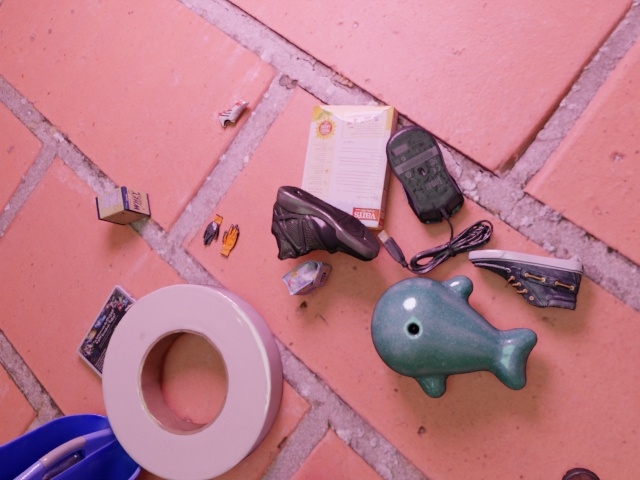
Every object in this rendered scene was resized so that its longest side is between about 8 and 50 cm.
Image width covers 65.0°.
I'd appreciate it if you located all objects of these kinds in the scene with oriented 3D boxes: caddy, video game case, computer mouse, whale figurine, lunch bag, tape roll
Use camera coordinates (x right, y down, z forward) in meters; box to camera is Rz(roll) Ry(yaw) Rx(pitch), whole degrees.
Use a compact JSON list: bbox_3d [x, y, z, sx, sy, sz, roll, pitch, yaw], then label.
[{"bbox_3d":[-0.510,0.471,0.976,0.241,0.341,0.179,23,108,21],"label":"caddy"},{"bbox_3d":[-0.456,0.228,1.148,0.173,0.022,0.190,34,95,21],"label":"video game case"},{"bbox_3d":[0.177,-0.069,0.938,0.184,0.060,0.262,-33,84,9],"label":"computer mouse"},{"bbox_3d":[0.215,0.162,0.843,0.271,0.141,0.216,17,88,21],"label":"whale figurine"},{"bbox_3d":[-0.022,0.072,0.981,0.083,0.071,0.053,-35,74,11],"label":"lunch bag"},{"bbox_3d":[-0.268,0.282,1.030,0.391,0.072,0.392,-2,83,17],"label":"tape roll"}]

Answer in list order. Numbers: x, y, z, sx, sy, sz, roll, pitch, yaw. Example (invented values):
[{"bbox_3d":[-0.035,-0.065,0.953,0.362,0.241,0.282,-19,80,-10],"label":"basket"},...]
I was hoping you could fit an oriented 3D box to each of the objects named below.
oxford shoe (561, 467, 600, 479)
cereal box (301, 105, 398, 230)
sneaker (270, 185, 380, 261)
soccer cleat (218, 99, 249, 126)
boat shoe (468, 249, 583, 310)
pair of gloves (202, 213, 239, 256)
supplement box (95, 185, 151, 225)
[{"bbox_3d":[0.392,0.474,0.756,0.082,0.096,0.227,-1,84,18],"label":"oxford shoe"},{"bbox_3d":[0.053,-0.146,0.998,0.172,0.047,0.240,7,86,22],"label":"cereal box"},{"bbox_3d":[0.000,0.000,0.945,0.227,0.087,0.130,28,115,17],"label":"sneaker"},{"bbox_3d":[-0.192,-0.284,1.122,0.083,0.029,0.036,-24,83,19],"label":"soccer cleat"},{"bbox_3d":[0.341,0.066,0.850,0.183,0.065,0.083,8,84,20],"label":"boat shoe"},{"bbox_3d":[-0.218,-0.012,1.100,0.083,0.010,0.074,27,92,23],"label":"pair of gloves"},{"bbox_3d":[-0.454,-0.079,1.158,0.083,0.083,0.056,-18,77,18],"label":"supplement box"}]
